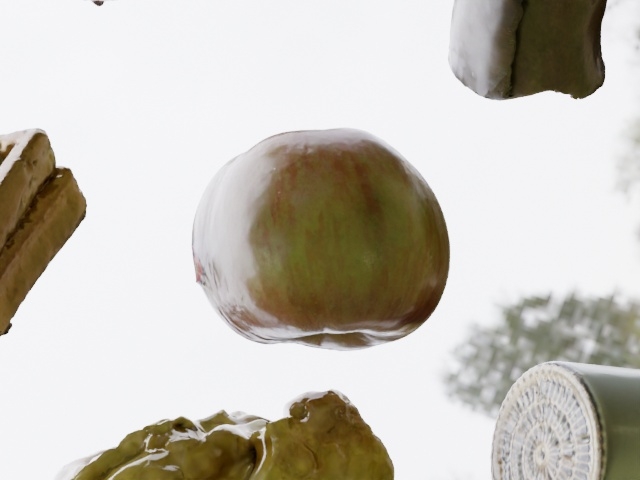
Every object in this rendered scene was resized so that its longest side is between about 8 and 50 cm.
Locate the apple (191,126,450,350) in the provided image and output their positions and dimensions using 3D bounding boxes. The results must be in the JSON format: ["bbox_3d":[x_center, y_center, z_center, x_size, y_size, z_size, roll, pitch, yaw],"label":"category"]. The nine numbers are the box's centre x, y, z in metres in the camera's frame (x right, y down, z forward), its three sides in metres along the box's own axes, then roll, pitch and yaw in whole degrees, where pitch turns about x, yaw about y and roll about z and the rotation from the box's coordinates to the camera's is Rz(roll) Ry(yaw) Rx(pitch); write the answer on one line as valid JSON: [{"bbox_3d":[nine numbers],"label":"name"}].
[{"bbox_3d":[0.003,0.000,0.829,0.126,0.126,0.102,24,-117,-66],"label":"apple"}]

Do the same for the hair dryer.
[{"bbox_3d":[0.198,0.248,0.948,0.173,0.107,0.357,7,-109,-26],"label":"hair dryer"}]

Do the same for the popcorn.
[{"bbox_3d":[-0.084,0.253,1.498,0.332,0.225,0.265,-32,-21,11],"label":"popcorn"}]

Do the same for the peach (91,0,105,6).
[{"bbox_3d":[-0.134,-0.351,1.512,0.338,0.281,0.281,-44,-30,-8],"label":"peach"}]

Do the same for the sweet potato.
[{"bbox_3d":[0.141,-0.144,0.645,0.085,0.286,0.112,15,-118,-28],"label":"sweet potato"}]

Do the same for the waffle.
[{"bbox_3d":[-0.348,0.052,1.413,0.098,0.224,0.327,59,-141,-29],"label":"waffle"}]
